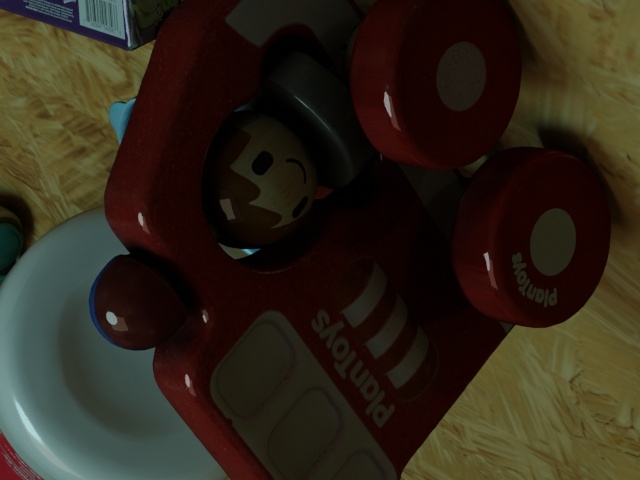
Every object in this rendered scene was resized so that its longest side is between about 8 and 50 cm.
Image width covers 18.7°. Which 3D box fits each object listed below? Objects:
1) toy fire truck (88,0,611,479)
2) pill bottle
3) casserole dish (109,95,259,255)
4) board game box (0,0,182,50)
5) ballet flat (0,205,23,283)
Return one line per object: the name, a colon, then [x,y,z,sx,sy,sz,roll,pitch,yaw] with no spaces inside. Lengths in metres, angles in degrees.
toy fire truck: [0.000,0.000,1.055,0.169,0.254,0.302,11,145,47]
pill bottle: [-0.189,0.125,1.590,0.229,0.229,0.408,41,157,-6]
casserole dish: [-0.062,-0.045,1.340,0.188,0.037,0.114,38,157,3]
board game box: [-0.220,-0.246,1.091,0.347,0.056,0.208,21,130,36]
ballet flat: [-0.315,0.012,1.769,0.086,0.086,0.248,34,157,10]
